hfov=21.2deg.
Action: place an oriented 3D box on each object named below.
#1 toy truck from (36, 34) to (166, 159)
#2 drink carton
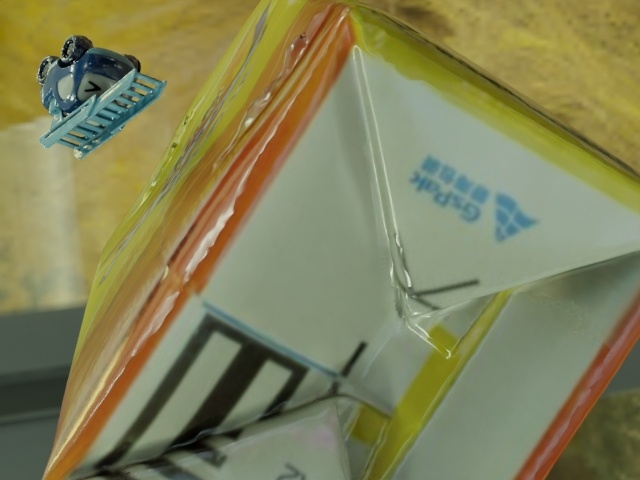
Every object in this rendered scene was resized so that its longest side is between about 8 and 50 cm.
[{"bbox_3d":[-0.159,-0.116,1.263,0.136,0.063,0.074,-31,49,47],"label":"toy truck"},{"bbox_3d":[0.000,0.000,0.584,0.154,0.111,0.351,-57,8,6],"label":"drink carton"}]
